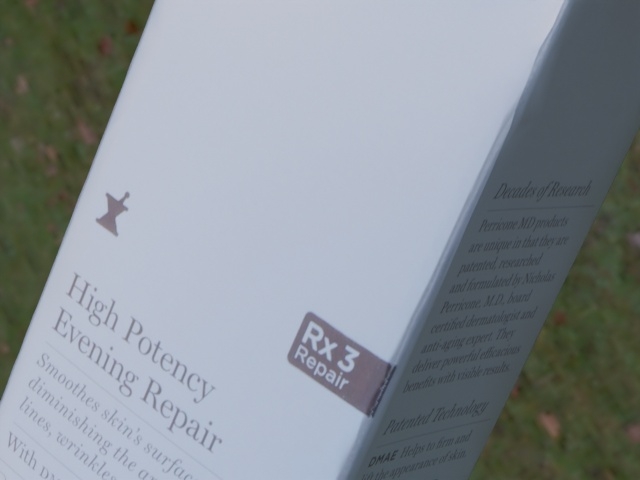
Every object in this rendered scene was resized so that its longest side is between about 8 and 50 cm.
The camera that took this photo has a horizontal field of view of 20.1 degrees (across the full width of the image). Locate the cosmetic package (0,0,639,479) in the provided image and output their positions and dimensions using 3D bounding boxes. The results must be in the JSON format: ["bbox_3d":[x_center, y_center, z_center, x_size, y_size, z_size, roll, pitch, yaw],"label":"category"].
[{"bbox_3d":[0.000,0.000,0.500,0.117,0.085,0.231,32,110,28],"label":"cosmetic package"}]
